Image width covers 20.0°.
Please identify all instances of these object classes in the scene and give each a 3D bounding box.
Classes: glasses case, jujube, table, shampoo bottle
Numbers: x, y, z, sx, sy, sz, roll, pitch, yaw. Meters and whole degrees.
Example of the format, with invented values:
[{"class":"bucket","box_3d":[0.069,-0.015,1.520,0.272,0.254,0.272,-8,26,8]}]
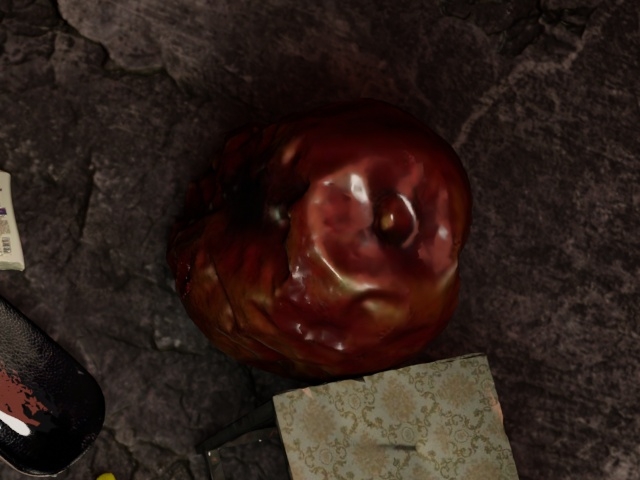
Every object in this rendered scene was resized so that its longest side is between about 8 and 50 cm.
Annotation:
[{"class":"glasses case","box_3d":[-0.345,0.102,1.753,0.314,0.075,0.122,40,63,-6]},{"class":"jujube","box_3d":[-0.001,0.002,1.752,0.277,0.377,0.276,2,83,-15]},{"class":"table","box_3d":[0.052,0.311,1.736,0.222,0.272,0.335,-9,78,-22]},{"class":"shampoo bottle","box_3d":[-0.328,-0.037,1.826,0.049,0.034,0.141,-4,75,-15]}]

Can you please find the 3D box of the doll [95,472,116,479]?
[{"class":"doll","box_3d":[-0.245,0.329,1.714,0.098,0.135,0.241,50,61,-33]}]
